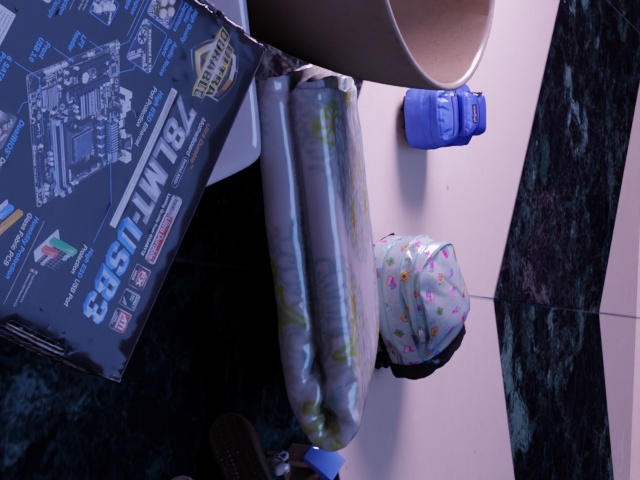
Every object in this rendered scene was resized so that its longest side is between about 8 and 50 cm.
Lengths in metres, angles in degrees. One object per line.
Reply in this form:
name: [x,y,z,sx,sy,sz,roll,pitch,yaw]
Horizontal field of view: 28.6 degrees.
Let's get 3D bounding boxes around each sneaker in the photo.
sneaker: [-0.065,0.267,1.283,0.071,0.066,0.188,63,10,-53]

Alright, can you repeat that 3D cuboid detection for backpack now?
backpack: [0.128,0.075,1.657,0.152,0.115,0.182,-50,131,-46]
backpack: [0.170,-0.177,1.745,0.120,0.101,0.098,-9,93,-58]

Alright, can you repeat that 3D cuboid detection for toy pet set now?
toy pet set: [-0.020,0.288,1.433,0.114,0.065,0.122,-48,132,-51]

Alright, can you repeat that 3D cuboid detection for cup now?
cup: [0.017,-0.311,1.291,0.331,0.237,0.331,5,85,-62]

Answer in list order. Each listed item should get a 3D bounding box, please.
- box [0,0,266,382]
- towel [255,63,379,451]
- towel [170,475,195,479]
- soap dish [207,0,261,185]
box: [-0.208,-0.089,0.888,0.293,0.073,0.296,34,72,-40]
towel: [0.000,0.000,1.341,0.320,0.090,0.375,-50,134,-78]
towel: [-0.138,0.453,1.231,0.317,0.053,0.332,-62,142,-39]
soap dish: [-0.160,-0.177,1.090,0.229,0.118,0.291,-33,120,-58]
